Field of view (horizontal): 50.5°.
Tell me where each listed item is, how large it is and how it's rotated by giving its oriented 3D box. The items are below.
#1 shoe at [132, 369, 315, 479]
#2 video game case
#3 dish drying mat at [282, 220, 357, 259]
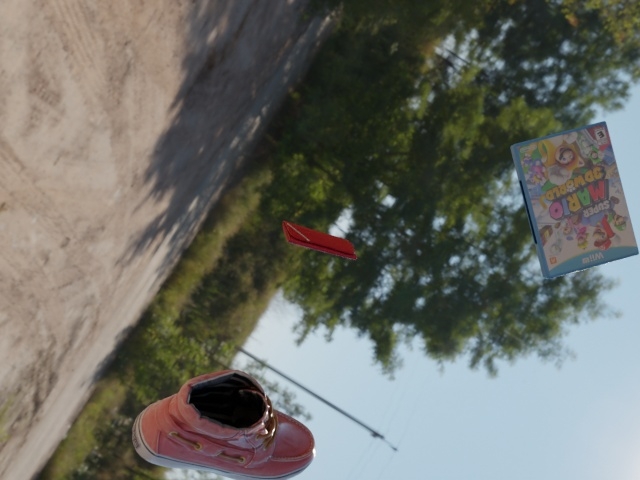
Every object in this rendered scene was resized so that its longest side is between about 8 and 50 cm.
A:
[{"bbox_3d":[-0.056,0.155,0.557,0.081,0.178,0.063,-39,-134,35],"label":"shoe"},{"bbox_3d":[0.306,-0.049,0.815,0.119,0.166,0.015,-15,-179,-4],"label":"video game case"},{"bbox_3d":[0.000,0.000,0.704,0.008,0.083,0.032,-58,-146,27],"label":"dish drying mat"}]
